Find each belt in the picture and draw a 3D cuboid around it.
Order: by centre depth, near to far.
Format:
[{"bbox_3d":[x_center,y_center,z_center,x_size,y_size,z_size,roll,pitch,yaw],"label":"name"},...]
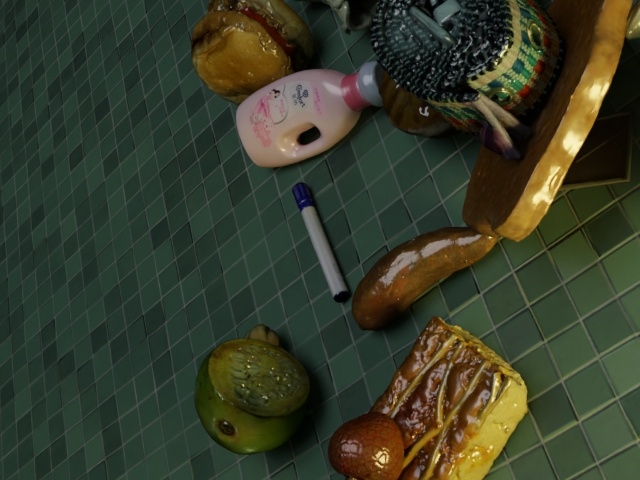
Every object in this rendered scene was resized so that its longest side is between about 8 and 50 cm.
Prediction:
[{"bbox_3d":[0.207,-0.262,1.288,0.207,0.160,0.295,-53,42,12],"label":"belt"}]

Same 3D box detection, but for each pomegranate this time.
[{"bbox_3d":[-0.132,0.258,1.623,0.241,0.189,0.159,64,143,39],"label":"pomegranate"}]

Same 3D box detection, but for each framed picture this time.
[{"bbox_3d":[0.386,-0.129,1.392,0.149,0.011,0.109,-5,70,44],"label":"framed picture"}]

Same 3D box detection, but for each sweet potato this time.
[{"bbox_3d":[0.151,0.044,1.493,0.292,0.097,0.097,-40,49,26],"label":"sweet potato"}]

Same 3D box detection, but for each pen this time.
[{"bbox_3d":[0.000,0.000,1.709,0.033,0.033,0.269,-42,48,25],"label":"pen"}]

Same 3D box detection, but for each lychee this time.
[{"bbox_3d":[0.053,0.297,1.302,0.140,0.114,0.101,-41,34,-6],"label":"lychee"}]

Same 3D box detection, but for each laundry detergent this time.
[{"bbox_3d":[-0.010,-0.242,1.768,0.335,0.088,0.159,-16,97,39],"label":"laundry detergent"}]

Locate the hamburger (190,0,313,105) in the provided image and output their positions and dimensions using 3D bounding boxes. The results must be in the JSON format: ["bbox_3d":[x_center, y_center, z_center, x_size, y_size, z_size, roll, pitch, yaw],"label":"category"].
[{"bbox_3d":[-0.134,-0.387,1.880,0.244,0.244,0.163,-9,46,43],"label":"hamburger"}]

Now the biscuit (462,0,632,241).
[{"bbox_3d":[0.315,-0.181,1.323,0.365,0.062,0.385,-122,55,-83],"label":"biscuit"}]

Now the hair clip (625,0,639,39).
[{"bbox_3d":[0.517,-0.360,1.264,0.113,0.172,0.282,-23,44,55],"label":"hair clip"}]

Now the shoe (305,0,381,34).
[{"bbox_3d":[0.046,-0.486,1.799,0.342,0.132,0.211,-9,64,39],"label":"shoe"}]

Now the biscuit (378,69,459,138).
[{"bbox_3d":[0.214,-0.317,1.535,0.332,0.103,0.332,-39,40,43],"label":"biscuit"}]

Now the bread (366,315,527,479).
[{"bbox_3d":[0.164,0.271,1.368,0.185,0.114,0.275,41,104,47],"label":"bread"}]
